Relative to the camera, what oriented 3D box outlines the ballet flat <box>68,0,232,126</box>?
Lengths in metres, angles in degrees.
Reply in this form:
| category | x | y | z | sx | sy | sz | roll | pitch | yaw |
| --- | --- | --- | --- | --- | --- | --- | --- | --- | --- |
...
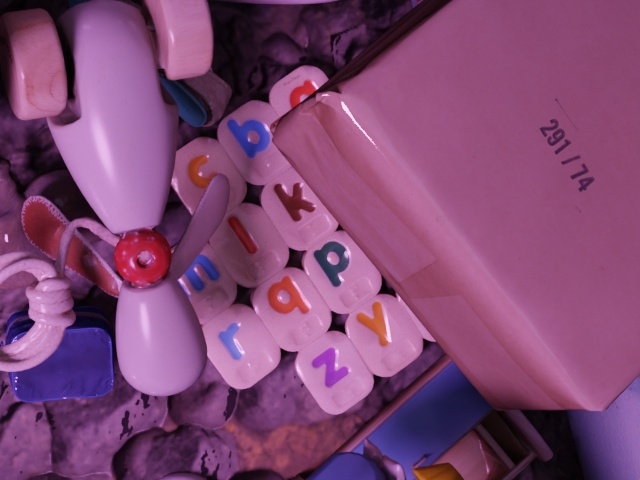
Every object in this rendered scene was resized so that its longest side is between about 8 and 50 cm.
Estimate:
| category | x | y | z | sx | sy | sz | roll | pitch | yaw |
| --- | --- | --- | --- | --- | --- | --- | --- | --- | --- |
| ballet flat | -0.146 | -0.167 | 1.342 | 0.168 | 0.057 | 0.052 | 45 | 55 | -13 |

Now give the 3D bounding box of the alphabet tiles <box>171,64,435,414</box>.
| category | x | y | z | sx | sy | sz | roll | pitch | yaw |
| --- | --- | --- | --- | --- | --- | --- | --- | --- | --- |
| alphabet tiles | 0.000 | 0.000 | 1.384 | 0.284 | 0.021 | 0.278 | -35 | 98 | -8 |

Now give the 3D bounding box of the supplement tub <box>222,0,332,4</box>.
| category | x | y | z | sx | sy | sz | roll | pitch | yaw |
| --- | --- | --- | --- | --- | --- | --- | --- | --- | --- |
| supplement tub | -0.065 | -0.371 | 1.249 | 0.241 | 0.241 | 0.331 | 4 | 90 | -12 |

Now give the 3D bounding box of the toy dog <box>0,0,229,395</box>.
| category | x | y | z | sx | sy | sz | roll | pitch | yaw |
| --- | --- | --- | --- | --- | --- | --- | --- | --- | --- |
| toy dog | -0.167 | -0.057 | 1.234 | 0.220 | 0.161 | 0.333 | 9 | 101 | -19 |

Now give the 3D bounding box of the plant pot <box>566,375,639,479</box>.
| category | x | y | z | sx | sy | sz | roll | pitch | yaw |
| --- | --- | --- | --- | --- | --- | --- | --- | --- | --- |
| plant pot | 0.385 | 0.188 | 1.350 | 0.248 | 0.252 | 0.247 | -16 | 95 | -10 |

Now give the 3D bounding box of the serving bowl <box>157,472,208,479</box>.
| category | x | y | z | sx | sy | sz | roll | pitch | yaw |
| --- | --- | --- | --- | --- | --- | --- | --- | --- | --- |
| serving bowl | -0.121 | 0.248 | 1.362 | 0.083 | 0.027 | 0.083 | 0 | 91 | -12 |

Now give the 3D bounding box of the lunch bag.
| category | x | y | z | sx | sy | sz | roll | pitch | yaw |
| --- | --- | --- | --- | --- | --- | --- | --- | --- | --- |
| lunch bag | -0.226 | 0.095 | 1.319 | 0.098 | 0.065 | 0.067 | -1 | 107 | -13 |

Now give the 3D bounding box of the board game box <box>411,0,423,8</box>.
| category | x | y | z | sx | sy | sz | roll | pitch | yaw |
| --- | --- | --- | --- | --- | --- | --- | --- | --- | --- |
| board game box | 0.214 | -0.360 | 1.394 | 0.318 | 0.066 | 0.318 | -14 | 95 | -11 |

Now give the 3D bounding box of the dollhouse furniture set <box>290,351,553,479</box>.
| category | x | y | z | sx | sy | sz | roll | pitch | yaw |
| --- | --- | --- | --- | --- | --- | --- | --- | --- | --- |
| dollhouse furniture set | 0.146 | 0.246 | 1.276 | 0.198 | 0.303 | 0.286 | -41 | 99 | -7 |

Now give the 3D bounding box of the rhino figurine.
| category | x | y | z | sx | sy | sz | roll | pitch | yaw |
| --- | --- | --- | --- | --- | --- | --- | --- | --- | --- |
| rhino figurine | -0.256 | -0.018 | 1.303 | 0.243 | 0.073 | 0.106 | -31 | 96 | -11 |

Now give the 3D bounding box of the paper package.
| category | x | y | z | sx | sy | sz | roll | pitch | yaw |
| --- | --- | --- | --- | --- | --- | --- | --- | --- | --- |
| paper package | 0.181 | -0.068 | 1.255 | 0.309 | 0.168 | 0.325 | -42 | 98 | -19 |
